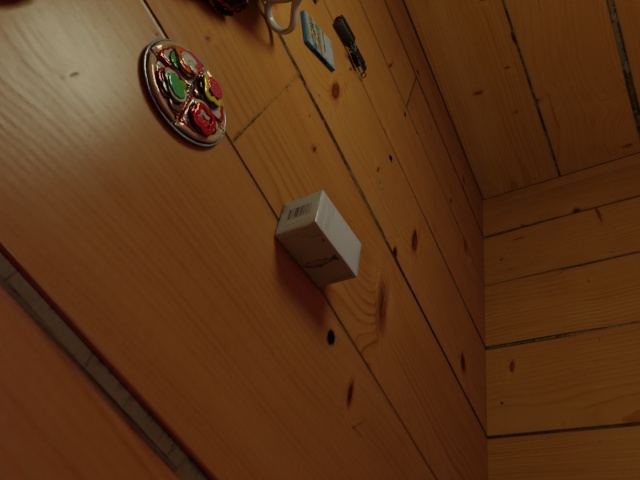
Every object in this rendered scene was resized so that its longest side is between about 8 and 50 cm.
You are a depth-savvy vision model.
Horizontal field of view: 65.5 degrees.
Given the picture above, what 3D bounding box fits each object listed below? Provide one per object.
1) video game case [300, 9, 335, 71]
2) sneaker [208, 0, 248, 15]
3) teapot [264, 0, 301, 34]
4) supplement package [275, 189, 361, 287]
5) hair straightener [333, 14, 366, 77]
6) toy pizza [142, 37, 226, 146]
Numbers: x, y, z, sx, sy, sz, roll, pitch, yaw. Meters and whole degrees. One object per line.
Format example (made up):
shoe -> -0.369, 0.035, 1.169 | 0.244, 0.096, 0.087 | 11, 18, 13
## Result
video game case -> -0.006, -0.614, 1.537 | 0.166, 0.015, 0.119 | 26, 53, -55
sneaker -> -0.239, -0.538, 1.002 | 0.087, 0.083, 0.221 | 65, 19, 15
teapot -> -0.125, -0.671, 1.180 | 0.253, 0.187, 0.255 | 23, 80, -34
supplement package -> 0.000, 0.000, 1.084 | 0.179, 0.105, 0.105 | 52, 33, -34
hair straightener -> 0.108, -0.677, 1.770 | 0.230, 0.047, 0.089 | 60, 29, -33
toy pizza -> -0.230, -0.266, 0.889 | 0.201, 0.032, 0.201 | 39, 42, -47
